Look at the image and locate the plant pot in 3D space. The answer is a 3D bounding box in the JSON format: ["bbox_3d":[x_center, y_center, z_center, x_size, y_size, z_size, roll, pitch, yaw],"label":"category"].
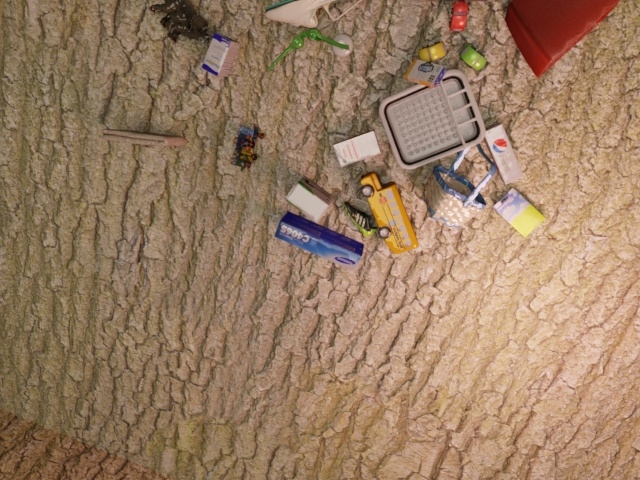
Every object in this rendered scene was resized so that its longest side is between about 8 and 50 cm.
[{"bbox_3d":[0.758,-0.735,1.606,0.267,0.267,0.236,-43,85,17],"label":"plant pot"}]

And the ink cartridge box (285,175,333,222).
[{"bbox_3d":[-0.038,-0.164,1.910,0.153,0.208,0.087,36,105,-4],"label":"ink cartridge box"}]

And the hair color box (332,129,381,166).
[{"bbox_3d":[0.142,-0.357,1.906,0.167,0.053,0.093,-17,104,12],"label":"hair color box"}]

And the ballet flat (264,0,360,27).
[{"bbox_3d":[-0.001,-0.838,1.751,0.400,0.139,0.139,-19,103,10],"label":"ballet flat"}]

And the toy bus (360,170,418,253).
[{"bbox_3d":[0.266,-0.115,1.930,0.130,0.108,0.333,-21,102,13],"label":"toy bus"}]

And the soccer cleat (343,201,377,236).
[{"bbox_3d":[0.159,-0.095,1.984,0.072,0.060,0.179,-36,105,7],"label":"soccer cleat"}]

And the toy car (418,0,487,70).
[{"bbox_3d":[0.496,-0.685,1.739,0.225,0.053,0.239,34,121,-9],"label":"toy car"}]

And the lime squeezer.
[{"bbox_3d":[-0.052,-0.720,1.822,0.310,0.059,0.110,-11,103,11],"label":"lime squeezer"}]

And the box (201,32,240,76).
[{"bbox_3d":[-0.373,-0.694,1.843,0.072,0.126,0.137,26,108,-1],"label":"box"}]

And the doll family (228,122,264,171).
[{"bbox_3d":[-0.292,-0.372,1.956,0.111,0.076,0.193,14,105,9],"label":"doll family"}]

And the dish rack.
[{"bbox_3d":[0.408,-0.438,1.812,0.332,0.072,0.286,-20,91,14],"label":"dish rack"}]

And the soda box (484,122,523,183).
[{"bbox_3d":[0.676,-0.324,1.829,0.073,0.069,0.216,-25,102,14],"label":"soda box"}]

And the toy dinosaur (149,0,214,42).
[{"bbox_3d":[-0.531,-0.850,1.844,0.160,0.121,0.314,-33,94,4],"label":"toy dinosaur"}]

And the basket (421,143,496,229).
[{"bbox_3d":[0.513,-0.208,1.802,0.201,0.255,0.289,19,123,-13],"label":"basket"}]

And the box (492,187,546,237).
[{"bbox_3d":[0.762,-0.110,1.893,0.178,0.042,0.109,41,107,-5],"label":"box"}]

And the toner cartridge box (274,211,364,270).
[{"bbox_3d":[0.000,0.000,1.976,0.347,0.165,0.075,24,110,2],"label":"toner cartridge box"}]

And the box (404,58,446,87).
[{"bbox_3d":[0.381,-0.600,1.766,0.136,0.028,0.081,28,82,27],"label":"box"}]

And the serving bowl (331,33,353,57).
[{"bbox_3d":[0.080,-0.723,1.819,0.083,0.027,0.083,2,108,8],"label":"serving bowl"}]

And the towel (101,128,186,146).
[{"bbox_3d":[-0.699,-0.404,1.947,0.282,0.187,0.049,8,103,7],"label":"towel"}]
